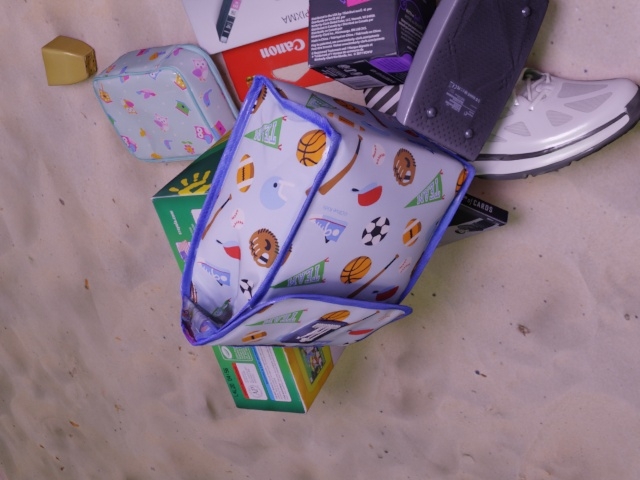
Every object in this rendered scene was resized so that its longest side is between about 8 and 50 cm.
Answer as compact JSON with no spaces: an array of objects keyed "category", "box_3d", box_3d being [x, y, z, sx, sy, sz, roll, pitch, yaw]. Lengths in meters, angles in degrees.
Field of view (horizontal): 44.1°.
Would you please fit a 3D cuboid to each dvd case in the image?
[{"category":"dvd case","box_3d":[0.185,-0.043,1.387,0.179,0.030,0.238,21,161,-20]}]

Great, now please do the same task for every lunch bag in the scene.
[{"category":"lunch bag","box_3d":[-0.294,-0.256,1.529,0.279,0.108,0.224,2,134,39]},{"category":"lunch bag","box_3d":[0.000,0.000,1.169,0.239,0.327,0.386,43,114,40]}]

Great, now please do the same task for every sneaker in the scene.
[{"category":"sneaker","box_3d":[0.254,-0.236,1.237,0.447,0.169,0.258,-10,118,35]}]

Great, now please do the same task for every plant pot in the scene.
[{"category":"plant pot","box_3d":[-0.506,-0.364,1.612,0.083,0.081,0.082,6,124,10]}]

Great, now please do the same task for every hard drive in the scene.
[{"category":"hard drive","box_3d":[0.210,-0.257,1.118,0.054,0.172,0.255,32,100,52]}]

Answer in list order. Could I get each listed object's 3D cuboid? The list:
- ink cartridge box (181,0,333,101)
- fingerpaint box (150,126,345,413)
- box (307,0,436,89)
[{"category":"ink cartridge box","box_3d":[-0.092,-0.370,1.402,0.275,0.060,0.239,-7,116,31]},{"category":"fingerpaint box","box_3d":[-0.080,0.023,1.454,0.163,0.371,0.445,-2,120,28]},{"category":"box","box_3d":[0.079,-0.376,1.164,0.143,0.165,0.271,0,86,28]}]
